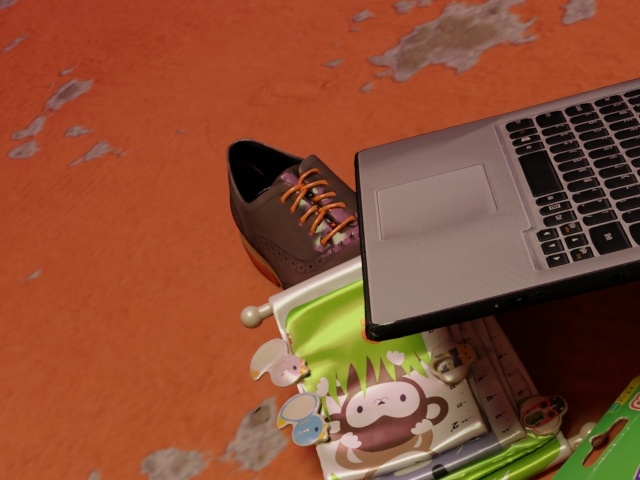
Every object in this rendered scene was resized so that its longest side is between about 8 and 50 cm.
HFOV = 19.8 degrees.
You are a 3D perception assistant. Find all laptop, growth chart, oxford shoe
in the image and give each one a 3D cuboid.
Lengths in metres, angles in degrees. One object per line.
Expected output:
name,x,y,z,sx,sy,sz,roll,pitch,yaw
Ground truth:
laptop,0.195,-0.150,1.167,0.408,0.236,0.382,-14,17,5
growth chart,0.054,0.091,1.190,0.172,0.021,0.237,-31,50,-3
oxford shoe,0.000,0.000,1.338,0.097,0.098,0.271,-37,33,-15

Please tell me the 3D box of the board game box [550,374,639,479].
board game box,0.249,0.145,1.003,0.259,0.039,0.124,15,51,45
